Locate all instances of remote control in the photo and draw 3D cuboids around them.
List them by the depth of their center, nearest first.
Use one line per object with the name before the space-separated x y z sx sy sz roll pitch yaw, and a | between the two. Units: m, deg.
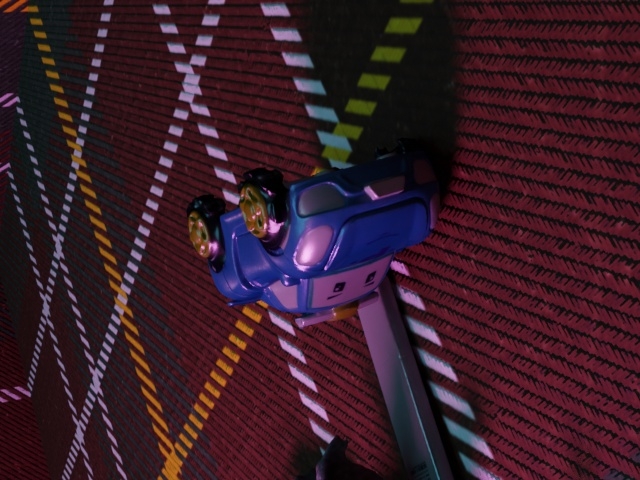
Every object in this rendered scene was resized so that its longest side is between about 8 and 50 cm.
remote control | 0.092 0.160 1.088 0.067 0.029 0.261 -51 51 56

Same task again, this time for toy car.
toy car | 0.000 0.000 1.041 0.314 0.198 0.166 -17 90 63

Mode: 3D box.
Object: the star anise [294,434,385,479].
star anise | 0.068 0.332 1.025 0.316 0.139 0.359 28 141 29
